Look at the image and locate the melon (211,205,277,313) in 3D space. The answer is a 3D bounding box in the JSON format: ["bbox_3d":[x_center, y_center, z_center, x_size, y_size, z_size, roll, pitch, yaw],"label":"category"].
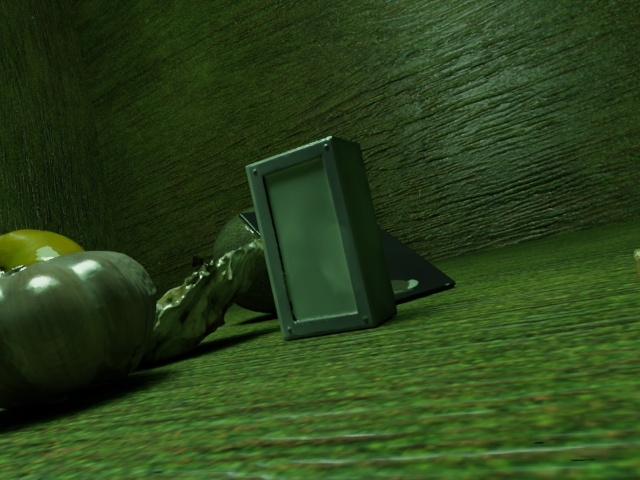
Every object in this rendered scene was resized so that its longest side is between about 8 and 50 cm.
[{"bbox_3d":[-0.072,0.035,1.084,0.301,0.238,0.237,-8,-3,3],"label":"melon"}]

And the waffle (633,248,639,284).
[{"bbox_3d":[0.283,0.002,0.187,0.220,0.055,0.248,-13,-2,8],"label":"waffle"}]

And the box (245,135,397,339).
[{"bbox_3d":[0.000,0.000,0.648,0.129,0.225,0.086,-14,-3,28],"label":"box"}]

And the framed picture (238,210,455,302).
[{"bbox_3d":[0.037,0.013,0.893,0.244,0.013,0.324,-11,36,-33],"label":"framed picture"}]

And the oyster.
[{"bbox_3d":[-0.216,0.115,0.754,0.354,0.107,0.201,-36,1,-5],"label":"oyster"}]

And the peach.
[{"bbox_3d":[-0.440,0.086,0.737,0.250,0.153,0.251,-7,40,6],"label":"peach"}]

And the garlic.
[{"bbox_3d":[-0.283,0.096,0.554,0.227,0.152,0.228,-13,5,1],"label":"garlic"}]
